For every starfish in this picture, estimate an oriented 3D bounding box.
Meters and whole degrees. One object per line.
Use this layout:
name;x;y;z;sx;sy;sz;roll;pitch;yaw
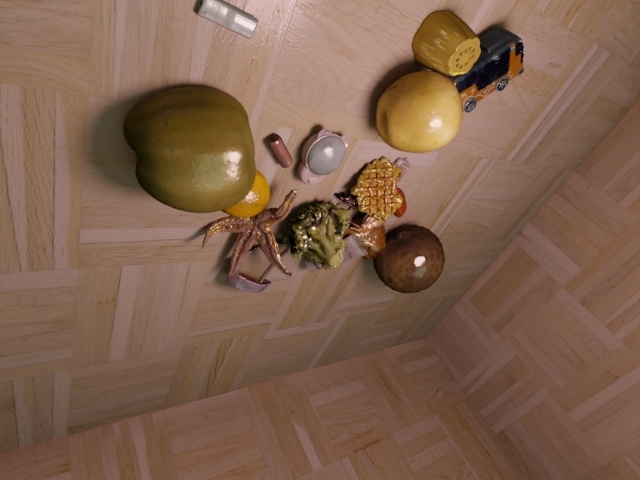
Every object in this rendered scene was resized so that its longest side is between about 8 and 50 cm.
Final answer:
starfish;-0.268;-0.011;1.616;0.399;0.132;0.383;-9;116;-6

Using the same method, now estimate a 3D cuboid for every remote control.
remote control;-0.248;-0.602;1.076;0.162;0.029;0.061;5;128;-41

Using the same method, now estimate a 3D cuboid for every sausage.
sausage;0.388;-0.192;2.013;0.089;0.089;0.179;-30;135;-6

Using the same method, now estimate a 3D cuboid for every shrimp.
shrimp;0.180;-0.126;1.855;0.290;0.075;0.177;12;106;-27

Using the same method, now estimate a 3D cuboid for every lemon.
lemon;-0.283;-0.173;1.424;0.257;0.188;0.188;2;132;-48

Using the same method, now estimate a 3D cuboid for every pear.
pear;0.362;-0.471;1.488;0.310;0.309;0.309;-21;143;-17

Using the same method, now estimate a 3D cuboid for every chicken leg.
chicken leg;0.220;-0.079;1.973;0.296;0.182;0.409;2;125;-18

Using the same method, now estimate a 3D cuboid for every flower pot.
flower pot;0.451;-0.678;1.403;0.195;0.179;0.195;-19;141;-16

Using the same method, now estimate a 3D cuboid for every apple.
apple;-0.383;-0.256;1.200;0.361;0.319;0.311;-9;158;-18

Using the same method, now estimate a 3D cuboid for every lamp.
lamp;0.007;-0.313;1.552;0.180;0.107;0.246;11;126;-40

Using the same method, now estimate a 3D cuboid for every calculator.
calculator;0.354;-0.316;1.882;0.100;0.032;0.175;13;124;-46

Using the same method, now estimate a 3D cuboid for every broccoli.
broccoli;-0.004;0.010;1.766;0.294;0.281;0.347;-21;129;-20

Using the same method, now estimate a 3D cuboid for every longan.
longan;0.480;0.099;2.191;0.392;0.391;0.391;-21;143;-17

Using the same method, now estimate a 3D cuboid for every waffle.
waffle;0.272;-0.226;1.797;0.292;0.051;0.290;-5;102;-26

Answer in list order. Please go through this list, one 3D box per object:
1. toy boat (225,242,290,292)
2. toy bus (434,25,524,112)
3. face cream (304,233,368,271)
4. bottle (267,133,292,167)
toy boat;-0.302;0.118;1.840;0.276;0.111;0.293;4;120;-45
toy bus;0.616;-0.663;1.569;0.324;0.161;0.194;-34;142;3
face cream;0.067;0.069;1.985;0.315;0.089;0.143;-24;120;24
bottle;-0.146;-0.325;1.463;0.053;0.053;0.140;-32;144;-2
